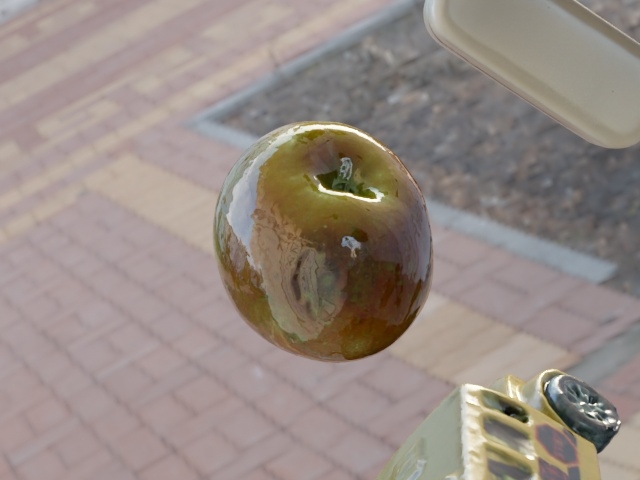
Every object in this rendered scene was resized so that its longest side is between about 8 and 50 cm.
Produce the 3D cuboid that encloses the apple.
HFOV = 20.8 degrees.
[{"bbox_3d":[0.000,0.000,0.824,0.099,0.102,0.114,-3,39,-12],"label":"apple"}]

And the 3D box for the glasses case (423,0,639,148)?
[{"bbox_3d":[0.170,-0.144,1.312,0.083,0.196,0.050,-56,7,2],"label":"glasses case"}]

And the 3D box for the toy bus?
[{"bbox_3d":[0.088,0.178,0.888,0.121,0.123,0.335,-53,14,24],"label":"toy bus"}]
